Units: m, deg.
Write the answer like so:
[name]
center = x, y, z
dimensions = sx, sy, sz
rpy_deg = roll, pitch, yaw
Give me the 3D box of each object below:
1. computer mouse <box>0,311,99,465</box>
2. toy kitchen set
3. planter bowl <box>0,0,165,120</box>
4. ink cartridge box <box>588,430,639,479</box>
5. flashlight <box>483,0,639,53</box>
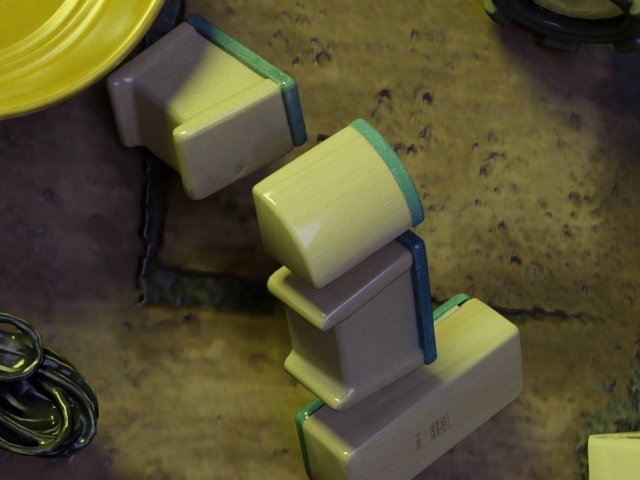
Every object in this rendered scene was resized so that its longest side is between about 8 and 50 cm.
[computer mouse]
center = -0.229, 0.136, 0.736
dimensions = 0.188, 0.072, 0.272
rpy_deg = 34, 60, -19
[toy kitchen set]
center = 0.000, 0.000, 0.860
dimensions = 0.122, 0.166, 0.207
rpy_deg = -33, 138, -24
[planter bowl]
center = -0.176, -0.156, 0.763
dimensions = 0.217, 0.090, 0.217
rpy_deg = 2, 86, -26
[ink cartridge box]
center = 0.257, 0.178, 0.963
dimensions = 0.203, 0.086, 0.148
rpy_deg = 1, 86, -26
[flashlight]
center = 0.170, -0.260, 0.942
dimensions = 0.103, 0.103, 0.304
rpy_deg = 31, 71, -49
